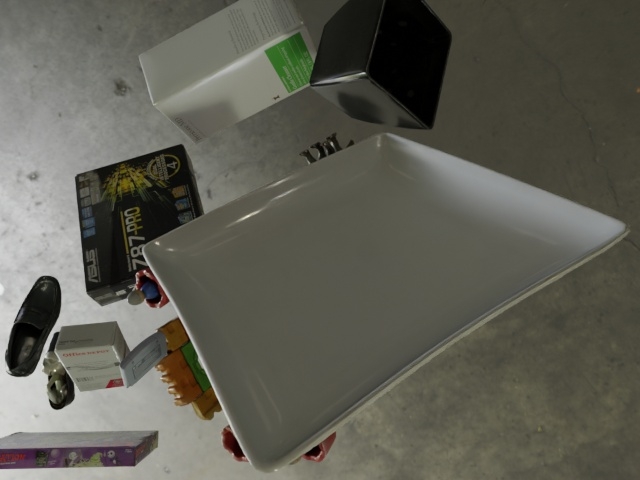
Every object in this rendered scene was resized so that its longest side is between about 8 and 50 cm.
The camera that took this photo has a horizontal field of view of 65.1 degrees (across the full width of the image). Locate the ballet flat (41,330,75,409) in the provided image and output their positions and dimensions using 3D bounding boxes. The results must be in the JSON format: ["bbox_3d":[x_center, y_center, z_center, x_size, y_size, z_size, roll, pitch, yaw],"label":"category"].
[{"bbox_3d":[-0.624,0.317,1.194,0.074,0.074,0.203,11,111,10],"label":"ballet flat"}]

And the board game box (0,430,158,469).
[{"bbox_3d":[-0.567,0.471,1.137,0.346,0.208,0.056,1,82,-5],"label":"board game box"}]

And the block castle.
[{"bbox_3d":[-0.163,0.213,0.985,0.303,0.213,0.453,-22,98,40],"label":"block castle"}]

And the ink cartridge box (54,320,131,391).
[{"bbox_3d":[-0.446,0.232,1.004,0.109,0.063,0.151,-5,134,-6],"label":"ink cartridge box"}]

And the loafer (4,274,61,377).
[{"bbox_3d":[-0.611,0.177,1.071,0.076,0.223,0.078,12,155,-13],"label":"loafer"}]

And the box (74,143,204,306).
[{"bbox_3d":[-0.476,-0.055,1.357,0.318,0.395,0.097,-18,150,-4],"label":"box"}]

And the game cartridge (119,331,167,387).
[{"bbox_3d":[-0.268,0.178,0.763,0.017,0.083,0.056,26,131,18],"label":"game cartridge"}]

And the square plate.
[{"bbox_3d":[0.028,0.011,0.490,0.344,0.347,0.049,-27,125,-18],"label":"square plate"}]

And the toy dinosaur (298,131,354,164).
[{"bbox_3d":[0.036,-0.192,1.335,0.121,0.313,0.160,-23,104,16],"label":"toy dinosaur"}]

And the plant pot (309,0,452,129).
[{"bbox_3d":[0.091,-0.303,0.856,0.166,0.188,0.188,3,75,44],"label":"plant pot"}]

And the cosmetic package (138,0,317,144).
[{"bbox_3d":[-0.196,-0.399,1.149,0.365,0.197,0.155,-27,69,8],"label":"cosmetic package"}]
